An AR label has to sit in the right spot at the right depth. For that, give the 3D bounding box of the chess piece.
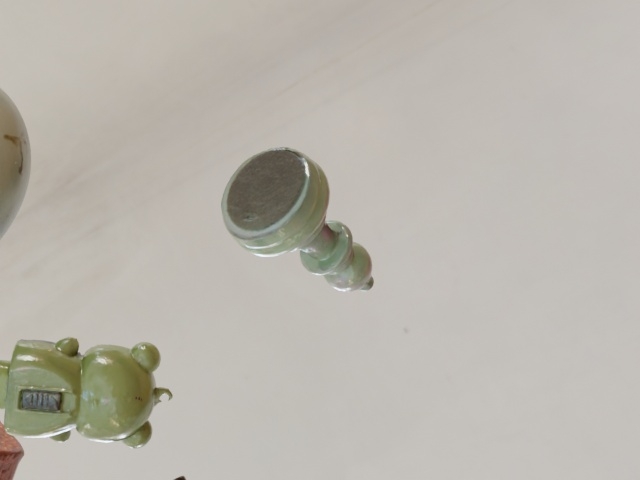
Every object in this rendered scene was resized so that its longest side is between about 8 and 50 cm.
[{"bbox_3d":[0.000,0.000,1.218,0.272,0.139,0.139,41,-157,-47],"label":"chess piece"}]

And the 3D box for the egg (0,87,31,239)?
[{"bbox_3d":[-0.393,-0.045,0.903,0.183,0.264,0.183,31,172,5],"label":"egg"}]

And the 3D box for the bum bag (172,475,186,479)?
[{"bbox_3d":[-0.232,0.460,1.215,0.142,0.080,0.326,24,-123,-16],"label":"bum bag"}]

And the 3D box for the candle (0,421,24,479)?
[{"bbox_3d":[-0.547,0.265,1.265,0.287,0.131,0.317,24,-174,-7],"label":"candle"}]

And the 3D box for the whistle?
[{"bbox_3d":[-0.254,0.140,0.880,0.085,0.227,0.105,-134,50,-78],"label":"whistle"}]
